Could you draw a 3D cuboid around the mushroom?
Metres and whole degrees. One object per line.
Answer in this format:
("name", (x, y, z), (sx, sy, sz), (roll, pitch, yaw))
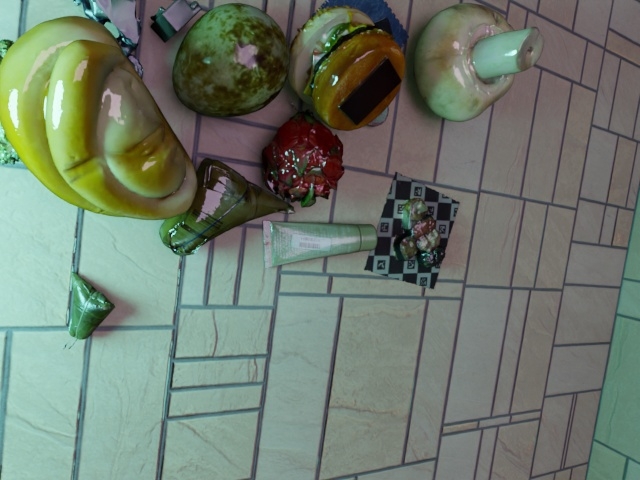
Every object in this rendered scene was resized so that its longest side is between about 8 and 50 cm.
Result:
("mushroom", (0.468, -0.530, 1.375), (0.352, 0.353, 0.325), (3, 127, -28))

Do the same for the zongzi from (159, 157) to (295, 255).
("zongzi", (-0.237, -0.044, 1.161), (0.289, 0.123, 0.260), (32, 88, -37))

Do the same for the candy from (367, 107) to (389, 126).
("candy", (0.160, -0.398, 1.357), (0.103, 0.043, 0.103), (-3, 96, -28))

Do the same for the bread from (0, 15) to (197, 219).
("bread", (-0.402, -0.223, 0.903), (0.424, 0.245, 0.329), (71, 35, -53))

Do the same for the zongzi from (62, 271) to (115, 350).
("zongzi", (-0.581, 0.168, 1.050), (0.130, 0.062, 0.154), (42, 93, -5))

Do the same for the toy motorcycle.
("toy motorcycle", (-0.470, -0.477, 0.975), (0.158, 0.106, 0.271), (0, 109, -24))

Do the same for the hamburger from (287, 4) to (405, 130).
("hamburger", (0.060, -0.440, 1.135), (0.290, 0.291, 0.225), (-25, 64, -23))

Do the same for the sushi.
("sushi", (0.338, -0.016, 1.493), (0.319, 0.068, 0.340), (19, 88, -29))

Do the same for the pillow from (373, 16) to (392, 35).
("pillow", (0.131, -0.552, 1.298), (0.208, 0.055, 0.142), (-25, 111, -20))

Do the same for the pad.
("pad", (0.118, -0.618, 1.321), (0.269, 0.012, 0.270), (42, 77, -27))

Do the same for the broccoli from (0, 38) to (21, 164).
("broccoli", (-0.627, -0.276, 0.880), (0.197, 0.176, 0.227), (15, 105, -30))

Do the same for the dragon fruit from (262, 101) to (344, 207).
("dragon fruit", (-0.054, -0.237, 1.195), (0.233, 0.234, 0.293), (-8, 70, -27))

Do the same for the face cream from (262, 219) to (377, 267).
("face cream", (0.000, 0.000, 1.316), (0.340, 0.084, 0.138), (-4, 97, -19))

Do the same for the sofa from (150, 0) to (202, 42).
("sofa", (-0.334, -0.512, 1.016), (0.085, 0.147, 0.060), (-48, 120, -11))

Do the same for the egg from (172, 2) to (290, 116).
("egg", (-0.209, -0.410, 1.050), (0.289, 0.238, 0.238), (-39, 114, 2))
